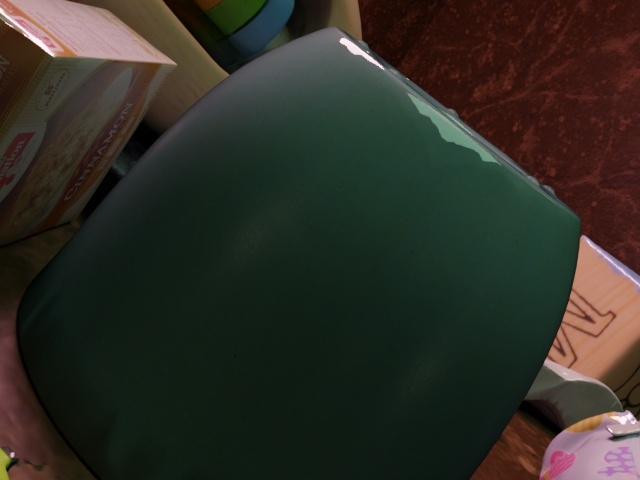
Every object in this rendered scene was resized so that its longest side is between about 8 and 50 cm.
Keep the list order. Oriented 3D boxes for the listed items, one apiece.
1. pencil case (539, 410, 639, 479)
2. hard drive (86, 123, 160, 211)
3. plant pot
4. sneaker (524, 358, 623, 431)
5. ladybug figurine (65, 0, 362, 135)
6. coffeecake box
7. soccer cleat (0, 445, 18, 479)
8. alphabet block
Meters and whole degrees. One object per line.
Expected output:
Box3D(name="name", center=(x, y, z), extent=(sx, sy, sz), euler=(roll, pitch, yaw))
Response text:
Box3D(name="pencil case", center=(0.241, 0.229, 0.632), extent=(0.113, 0.124, 0.273), euler=(39, 15, 4))
Box3D(name="hard drive", center=(-0.152, -0.067, 0.737), extent=(0.172, 0.054, 0.255), euler=(42, 14, 15))
Box3D(name="plant pot", center=(0.011, 0.019, 0.495), extent=(0.293, 0.235, 0.293), euler=(35, 15, -11))
Box3D(name="sneaker", center=(0.283, 0.180, 1.015), extent=(0.212, 0.080, 0.094), euler=(33, 3, -17))
Box3D(name="ladybug figurine", center=(-0.119, -0.237, 0.712), extent=(0.162, 0.305, 0.449), euler=(4, -35, 40))
Box3D(name="coffeecake box", center=(-0.179, -0.071, 0.494), extent=(0.068, 0.142, 0.185), euler=(38, 14, 1))
Box3D(name="soccer cleat", center=(-0.102, 0.129, 0.243), extent=(0.072, 0.060, 0.179), euler=(4, 28, -50))
Box3D(name="alphabet block", center=(0.432, 0.146, 1.229), extent=(0.192, 0.197, 0.193), euler=(29, 17, -36))
